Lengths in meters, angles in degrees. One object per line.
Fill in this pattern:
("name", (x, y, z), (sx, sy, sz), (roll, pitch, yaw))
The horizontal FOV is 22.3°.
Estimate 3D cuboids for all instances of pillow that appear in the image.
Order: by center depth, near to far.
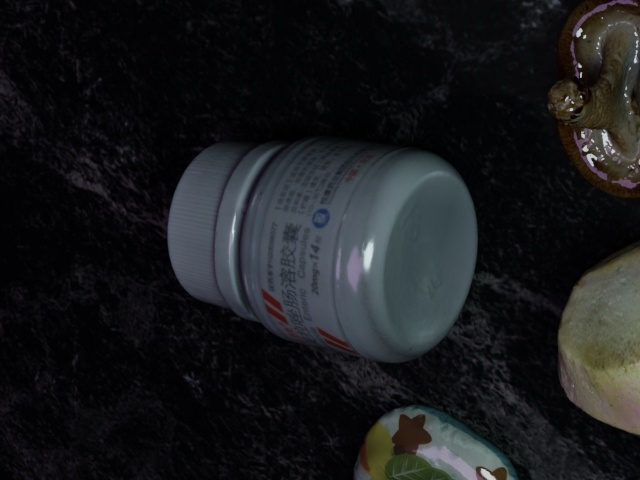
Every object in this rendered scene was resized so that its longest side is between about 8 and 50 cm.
("pillow", (0.149, 0.308, 2.002), (0.233, 0.086, 0.214), (33, 131, 15))

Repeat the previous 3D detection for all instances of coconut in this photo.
("coconut", (0.376, 0.101, 1.693), (0.259, 0.259, 0.259), (11, 112, 28))

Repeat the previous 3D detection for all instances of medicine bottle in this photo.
("medicine bottle", (0.000, 0.000, 1.878), (0.306, 0.245, 0.245), (11, 112, 36))

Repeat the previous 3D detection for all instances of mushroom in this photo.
("mushroom", (0.285, -0.135, 1.670), (0.148, 0.217, 0.227), (-4, 105, 32))
